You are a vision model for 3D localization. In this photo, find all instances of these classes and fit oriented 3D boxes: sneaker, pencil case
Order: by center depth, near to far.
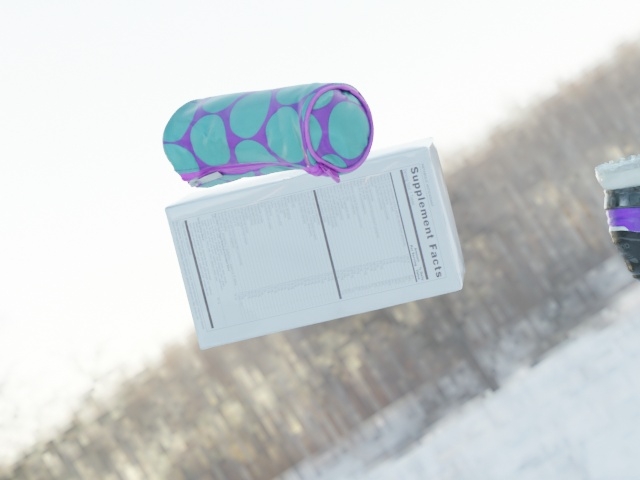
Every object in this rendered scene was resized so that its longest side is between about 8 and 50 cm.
[{"bbox_3d":[-0.037,-0.069,1.246,0.151,0.064,0.070,-4,60,45],"label":"pencil case"},{"bbox_3d":[0.399,-0.026,1.722,0.293,0.146,0.102,-11,2,-18],"label":"sneaker"}]

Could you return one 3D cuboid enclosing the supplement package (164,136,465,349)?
[{"bbox_3d":[0.000,0.000,1.676,0.244,0.139,0.134,-12,6,7],"label":"supplement package"}]
